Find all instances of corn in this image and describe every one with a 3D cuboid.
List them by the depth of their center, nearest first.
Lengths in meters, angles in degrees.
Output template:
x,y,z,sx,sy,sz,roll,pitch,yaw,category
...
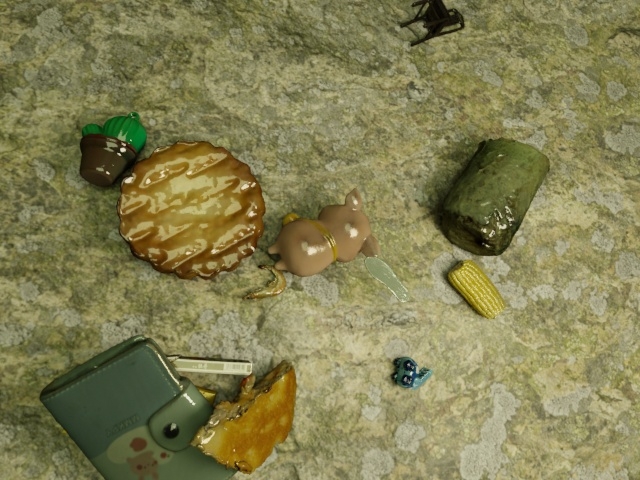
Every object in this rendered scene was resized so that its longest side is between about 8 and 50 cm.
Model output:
x,y,z,sx,sy,sz,roll,pitch,yaw,category
0.406,0.128,1.146,0.085,0.063,0.165,-40,91,-27,corn

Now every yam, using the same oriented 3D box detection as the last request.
x,y,z,sx,sy,sz,roll,pitch,yaw,category
0.440,-0.115,1.141,0.195,0.195,0.300,36,71,-4,yam

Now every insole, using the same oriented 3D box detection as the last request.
x,y,z,sx,sy,sz,roll,pitch,yaw,category
0.172,0.097,1.130,0.053,0.002,0.152,-41,90,-17,insole

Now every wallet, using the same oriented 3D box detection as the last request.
x,y,z,sx,sy,sz,roll,pitch,yaw,category
-0.332,0.372,0.856,0.252,0.083,0.360,-31,103,0,wallet

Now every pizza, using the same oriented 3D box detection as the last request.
x,y,z,sx,sy,sz,roll,pitch,yaw,category
-0.144,0.363,0.885,0.071,0.297,0.189,4,101,28,pizza

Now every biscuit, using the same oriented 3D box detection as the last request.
x,y,z,sx,sy,sz,roll,pitch,yaw,category
-0.287,-0.065,1.007,0.326,0.107,0.325,4,77,-16,biscuit

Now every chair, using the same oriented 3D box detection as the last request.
x,y,z,sx,sy,sz,roll,pitch,yaw,category
0.350,-0.647,1.275,0.213,0.101,0.084,-25,85,-16,chair

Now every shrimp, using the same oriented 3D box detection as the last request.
x,y,z,sx,sy,sz,roll,pitch,yaw,category
-0.139,0.100,1.048,0.114,0.023,0.083,-19,80,-21,shrimp

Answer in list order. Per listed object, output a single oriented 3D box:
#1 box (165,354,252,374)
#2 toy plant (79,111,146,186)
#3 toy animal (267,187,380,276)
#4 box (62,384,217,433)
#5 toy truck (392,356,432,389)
x,y,z,sx,sy,sz,roll,pitch,yaw,category
-0.249,0.264,0.943,0.199,0.109,0.029,7,77,-12,box
-0.474,-0.218,1.001,0.143,0.105,0.200,6,59,3,toy plant
-0.001,-0.003,1.044,0.248,0.149,0.165,-24,100,-5,toy animal
-0.372,0.359,0.929,0.270,0.043,0.152,17,79,-8,box
0.226,0.323,1.073,0.090,0.056,0.073,17,79,-23,toy truck
